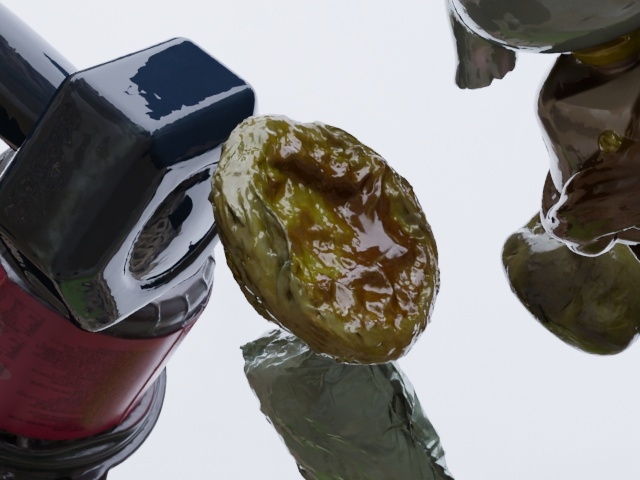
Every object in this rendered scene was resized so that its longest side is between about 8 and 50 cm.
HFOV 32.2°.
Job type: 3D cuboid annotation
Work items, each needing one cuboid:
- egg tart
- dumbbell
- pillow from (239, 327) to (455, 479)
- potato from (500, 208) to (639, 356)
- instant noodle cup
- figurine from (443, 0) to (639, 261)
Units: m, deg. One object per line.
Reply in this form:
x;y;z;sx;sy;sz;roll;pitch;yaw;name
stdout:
0.000;0.000;0.499;0.130;0.130;0.052;39;-48;-17;egg tart
-0.183;-0.101;0.601;0.316;0.144;0.156;40;-79;17;dumbbell
0.028;0.235;1.509;0.283;0.138;0.310;58;-33;-7;pillow
0.320;0.045;1.351;0.200;0.137;0.154;45;-81;9;potato
-0.195;0.034;0.849;0.181;0.258;0.302;-46;-118;35;instant noodle cup
0.162;-0.096;0.586;0.190;0.142;0.263;-8;-57;37;figurine
